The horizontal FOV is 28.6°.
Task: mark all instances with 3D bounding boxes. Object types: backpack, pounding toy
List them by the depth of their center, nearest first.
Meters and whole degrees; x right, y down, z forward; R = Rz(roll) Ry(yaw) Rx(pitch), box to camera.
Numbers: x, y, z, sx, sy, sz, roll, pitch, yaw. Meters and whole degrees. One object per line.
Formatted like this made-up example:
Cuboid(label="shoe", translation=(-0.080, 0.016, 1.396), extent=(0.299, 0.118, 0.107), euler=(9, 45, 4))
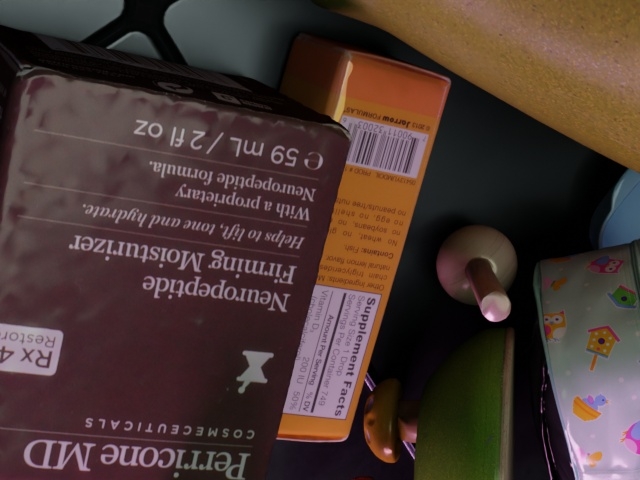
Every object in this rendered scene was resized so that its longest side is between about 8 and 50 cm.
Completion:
Cuboid(label="pounding toy", translation=(0.066, 0.119, 0.789), extent=(0.110, 0.183, 0.237), euler=(1, 104, 10))
Cuboid(label="backpack", translation=(0.202, 0.095, 0.800), extent=(0.144, 0.166, 0.188), euler=(-17, 118, 19))

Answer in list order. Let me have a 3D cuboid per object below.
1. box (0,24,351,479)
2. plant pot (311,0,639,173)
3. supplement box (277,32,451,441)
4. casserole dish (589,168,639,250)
Cuboid(label="box", translation=(-0.108, 0.007, 0.663), extent=(0.168, 0.167, 0.203), euler=(8, 103, -24))
Cuboid(label="plant pot", translation=(0.184, -0.187, 0.601), extent=(0.352, 0.366, 0.367), euler=(18, 100, 11))
Cuboid(label="supplement box", translation=(0.000, 0.000, 0.757), extent=(0.080, 0.078, 0.234), euler=(12, 101, -28))
Cuboid(label="casserole dish", translation=(0.259, 0.006, 0.887), extent=(0.188, 0.037, 0.114), euler=(42, 88, -26))
